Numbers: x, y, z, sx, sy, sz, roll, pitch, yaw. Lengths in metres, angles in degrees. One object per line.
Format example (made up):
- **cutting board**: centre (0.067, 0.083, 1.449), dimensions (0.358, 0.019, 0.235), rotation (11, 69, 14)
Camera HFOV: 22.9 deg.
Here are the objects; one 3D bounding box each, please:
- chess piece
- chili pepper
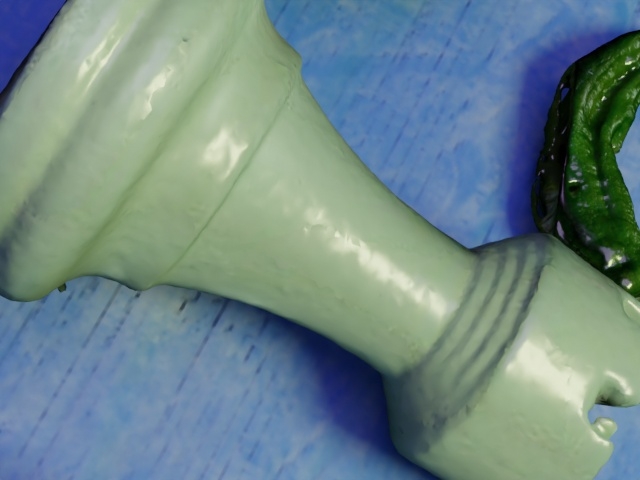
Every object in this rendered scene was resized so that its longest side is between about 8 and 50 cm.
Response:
- **chess piece**: centre (0.000, 0.000, 0.706), dimensions (0.299, 0.194, 0.194), rotation (34, 64, -9)
- **chili pepper**: centre (0.150, -0.044, 0.827), dimensions (0.073, 0.050, 0.182), rotation (16, 63, -1)
